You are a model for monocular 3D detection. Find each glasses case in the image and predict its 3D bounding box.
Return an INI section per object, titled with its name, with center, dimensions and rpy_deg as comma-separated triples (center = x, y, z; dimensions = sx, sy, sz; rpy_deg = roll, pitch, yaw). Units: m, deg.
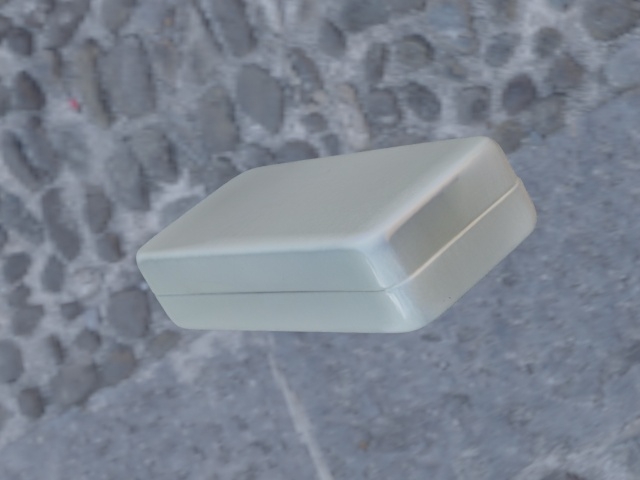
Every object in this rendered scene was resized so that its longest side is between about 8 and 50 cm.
[glasses case]
center = 0.000, 0.000, 1.089
dimensions = 0.313, 0.131, 0.070
rpy_deg = -4, 120, 56
